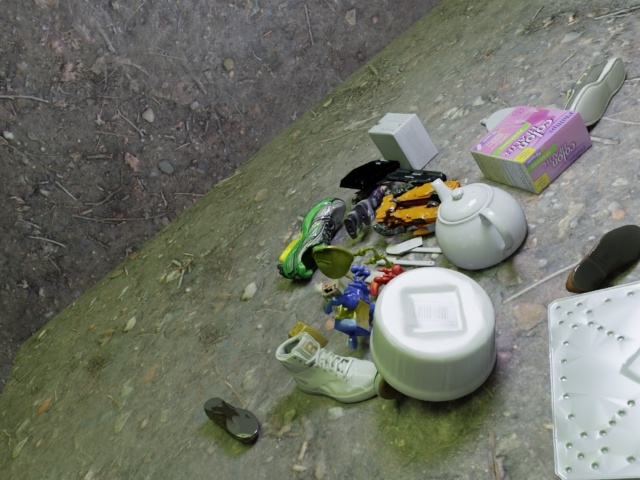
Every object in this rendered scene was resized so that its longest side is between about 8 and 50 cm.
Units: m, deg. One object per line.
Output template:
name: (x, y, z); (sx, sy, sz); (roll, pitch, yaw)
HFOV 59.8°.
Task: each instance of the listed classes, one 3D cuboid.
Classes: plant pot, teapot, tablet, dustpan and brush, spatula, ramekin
plant pot: (-0.044, 0.280, 1.595); (0.081, 0.083, 0.081); (-46, 29, -14)
teapot: (0.399, -0.059, 1.449); (0.256, 0.187, 0.253); (-12, 38, 40)
tablet: (0.267, 0.012, 1.679); (0.083, 0.006, 0.054); (-21, 23, 17)
dustpan and brush: (0.597, -0.399, 1.879); (0.147, 0.060, 0.211); (-39, 34, -2)
spatula: (0.246, 0.069, 1.628); (0.168, 0.019, 0.242); (-45, 27, -28)
ramekin: (0.241, 0.187, 1.195); (0.277, 0.135, 0.277); (-4, 45, 4)

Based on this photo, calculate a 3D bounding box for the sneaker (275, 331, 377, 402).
sneaker: (0.012, 0.310, 1.387); (0.292, 0.169, 0.108); (-11, 36, 40)

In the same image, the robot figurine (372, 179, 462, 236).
robot figurine: (0.295, -0.093, 1.728); (0.291, 0.085, 0.211); (-7, 48, 45)

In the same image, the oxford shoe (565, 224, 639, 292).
oxford shoe: (0.601, 0.038, 1.187); (0.212, 0.076, 0.076); (-34, -14, -11)

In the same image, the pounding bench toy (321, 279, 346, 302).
pounding bench toy: (0.038, 0.166, 1.699); (0.065, 0.052, 0.083); (-28, 29, 21)

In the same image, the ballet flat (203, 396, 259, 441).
ballet flat: (-0.245, 0.503, 1.547); (0.084, 0.058, 0.249); (-31, 24, -35)

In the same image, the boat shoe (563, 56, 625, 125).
boat shoe: (0.782, -0.426, 1.625); (0.305, 0.109, 0.091); (-45, 26, -24)

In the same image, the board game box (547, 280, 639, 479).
board game box: (0.592, 0.218, 0.935); (0.389, 0.050, 0.390); (-20, 33, 34)

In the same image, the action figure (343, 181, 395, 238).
action figure: (0.168, -0.123, 1.937); (0.185, 0.099, 0.285); (-28, 14, 35)

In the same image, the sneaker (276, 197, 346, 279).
sneaker: (0.000, 0.000, 1.947); (0.146, 0.134, 0.344); (11, 64, 48)

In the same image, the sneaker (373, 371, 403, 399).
sneaker: (0.181, 0.252, 1.337); (0.153, 0.099, 0.282); (5, 44, 48)

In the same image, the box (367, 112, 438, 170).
box: (0.299, -0.359, 2.034); (0.119, 0.182, 0.181); (-44, 28, -11)

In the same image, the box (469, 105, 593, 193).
box: (0.596, -0.268, 1.598); (0.213, 0.117, 0.243); (-41, 27, -5)

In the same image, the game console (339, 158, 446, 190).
game console: (0.252, -0.219, 1.922); (0.361, 0.044, 0.213); (12, 33, 43)

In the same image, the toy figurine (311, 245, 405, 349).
toy figurine: (0.105, 0.166, 1.412); (0.191, 0.362, 0.217); (2, 73, 27)
